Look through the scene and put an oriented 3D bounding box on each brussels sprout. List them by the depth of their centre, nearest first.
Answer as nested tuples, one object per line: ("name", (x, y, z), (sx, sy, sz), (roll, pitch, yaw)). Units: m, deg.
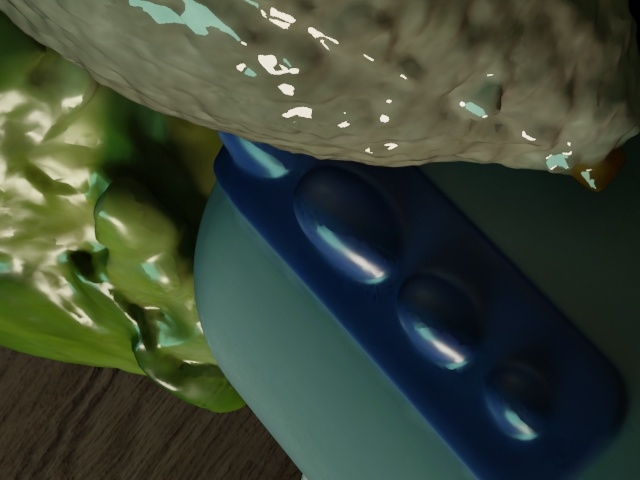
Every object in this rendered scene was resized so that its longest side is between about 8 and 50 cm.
("brussels sprout", (-0.123, -0.083, 1.010), (0.371, 0.276, 0.315), (36, 158, -31))

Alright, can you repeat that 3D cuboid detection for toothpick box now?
("toothpick box", (0.092, 0.040, 0.793), (0.354, 0.263, 0.263), (47, 175, 30))

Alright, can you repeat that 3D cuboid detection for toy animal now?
("toy animal", (-0.035, -0.136, 0.648), (0.358, 0.188, 0.226), (38, -159, -2))

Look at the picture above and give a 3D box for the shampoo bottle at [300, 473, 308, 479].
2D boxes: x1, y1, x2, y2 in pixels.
("shampoo bottle", (0.150, 0.142, 1.030), (0.266, 0.273, 0.273), (45, 172, 21))
